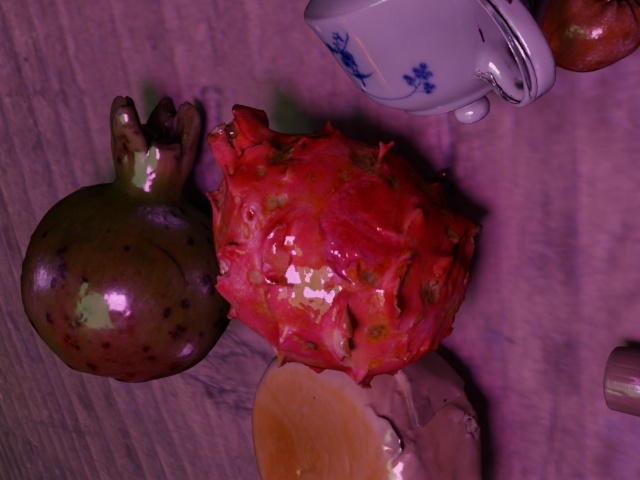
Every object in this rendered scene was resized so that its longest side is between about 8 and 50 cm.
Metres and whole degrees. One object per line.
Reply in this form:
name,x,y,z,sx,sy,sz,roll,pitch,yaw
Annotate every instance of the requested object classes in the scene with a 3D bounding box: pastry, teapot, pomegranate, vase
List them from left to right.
pomegranate,-0.214,0.002,0.948,0.242,0.242,0.306,-9,89,47
pastry,0.043,0.209,0.853,0.265,0.133,0.265,8,100,50
teapot,0.084,-0.146,0.606,0.232,0.159,0.159,-144,35,-65
vase,0.274,0.115,0.665,0.101,0.053,0.053,7,120,36

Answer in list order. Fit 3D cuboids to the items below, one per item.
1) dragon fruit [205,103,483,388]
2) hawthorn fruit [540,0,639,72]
dragon fruit,0.000,0.000,0.738,0.268,0.205,0.210,45,146,8
hawthorn fruit,0.176,-0.135,0.591,0.067,0.067,0.103,45,151,12
